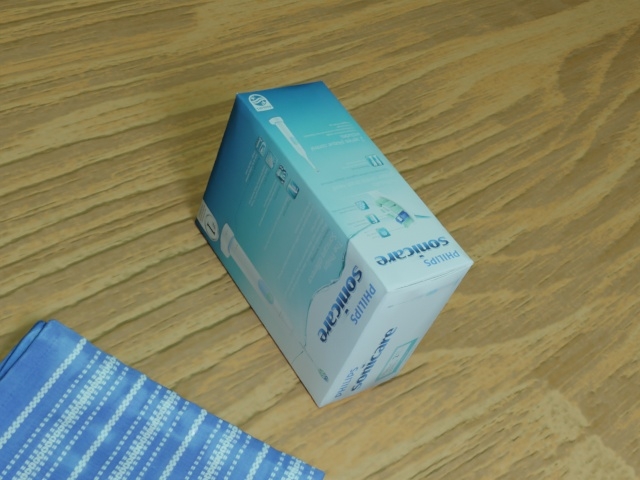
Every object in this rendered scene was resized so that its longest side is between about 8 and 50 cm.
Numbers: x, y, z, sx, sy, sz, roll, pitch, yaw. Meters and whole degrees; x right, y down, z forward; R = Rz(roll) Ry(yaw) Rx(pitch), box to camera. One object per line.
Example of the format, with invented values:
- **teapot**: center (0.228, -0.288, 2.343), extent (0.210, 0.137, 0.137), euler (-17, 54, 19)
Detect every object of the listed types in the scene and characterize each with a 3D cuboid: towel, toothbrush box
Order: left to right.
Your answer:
- **towel**: center (-0.182, 0.229, 0.844), extent (0.336, 0.040, 0.243), euler (29, 44, 3)
- **toothbrush box**: center (0.000, 0.000, 1.021), extent (0.126, 0.216, 0.295), euler (-15, 56, -35)
